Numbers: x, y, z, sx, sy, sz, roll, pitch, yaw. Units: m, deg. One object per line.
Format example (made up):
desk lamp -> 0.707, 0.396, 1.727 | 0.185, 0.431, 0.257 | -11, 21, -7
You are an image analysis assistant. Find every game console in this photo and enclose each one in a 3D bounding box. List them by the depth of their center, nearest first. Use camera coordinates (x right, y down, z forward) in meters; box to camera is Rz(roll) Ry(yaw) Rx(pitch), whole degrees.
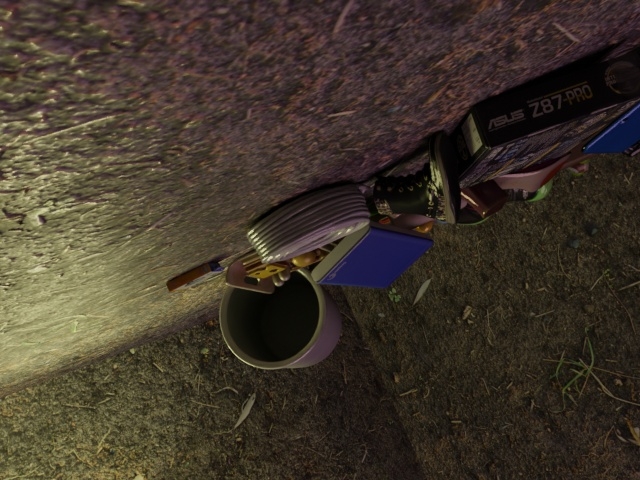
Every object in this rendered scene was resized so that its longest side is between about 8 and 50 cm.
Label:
game console -> 0.706, -0.325, 1.289 | 0.173, 0.250, 0.293 | 23, 142, -15

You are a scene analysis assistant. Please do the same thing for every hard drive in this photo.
hard drive -> 0.146, 0.045, 1.615 | 0.210, 0.040, 0.318 | -46, 149, 24

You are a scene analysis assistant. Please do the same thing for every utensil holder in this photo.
utensil holder -> -0.105, 0.255, 1.963 | 0.327, 0.327, 0.385 | -25, 163, 5

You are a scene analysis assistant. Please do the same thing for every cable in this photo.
cable -> -0.022, -0.031, 1.270 | 0.257, 0.089, 0.257 | -27, 173, 22

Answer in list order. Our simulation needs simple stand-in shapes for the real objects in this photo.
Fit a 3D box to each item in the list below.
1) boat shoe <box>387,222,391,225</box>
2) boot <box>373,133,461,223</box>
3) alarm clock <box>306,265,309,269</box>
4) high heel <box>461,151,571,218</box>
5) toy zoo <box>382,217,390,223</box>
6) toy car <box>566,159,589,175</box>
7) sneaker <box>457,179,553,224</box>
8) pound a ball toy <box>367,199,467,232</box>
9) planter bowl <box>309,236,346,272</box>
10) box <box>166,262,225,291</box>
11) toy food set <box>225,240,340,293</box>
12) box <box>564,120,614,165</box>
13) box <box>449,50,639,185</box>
boat shoe -> 0.248, -0.044, 2.303 | 0.227, 0.079, 0.081 | -22, -175, 26
boot -> 0.189, -0.121, 1.243 | 0.178, 0.085, 0.236 | 6, 146, 23
alarm clock -> 0.008, 0.057, 2.250 | 0.129, 0.064, 0.192 | -27, 171, 25
high heel -> 0.474, -0.199, 1.538 | 0.377, 0.181, 0.127 | -25, 154, -32
toy zoo -> 0.278, -0.108, 2.026 | 0.192, 0.030, 0.293 | -25, 173, 7
toy car -> 0.818, -0.290, 2.105 | 0.188, 0.149, 0.155 | -13, 164, 12
sneaker -> 0.482, -0.170, 1.840 | 0.202, 0.185, 0.483 | 7, 165, -19
pound a ball toy -> 0.272, -0.089, 1.685 | 0.319, 0.136, 0.208 | -21, 173, -28
planter bowl -> 0.042, 0.022, 1.952 | 0.217, 0.090, 0.217 | -24, 173, -3
box -> -0.304, 0.087, 1.502 | 0.136, 0.028, 0.081 | -27, 173, 8
toy food set -> -0.075, 0.074, 1.633 | 0.306, 0.092, 0.220 | -24, 158, 26
box -> 0.756, -0.291, 1.859 | 0.311, 0.121, 0.148 | -21, 173, -21
box -> 0.421, -0.218, 1.242 | 0.318, 0.097, 0.395 | -17, 172, -1
